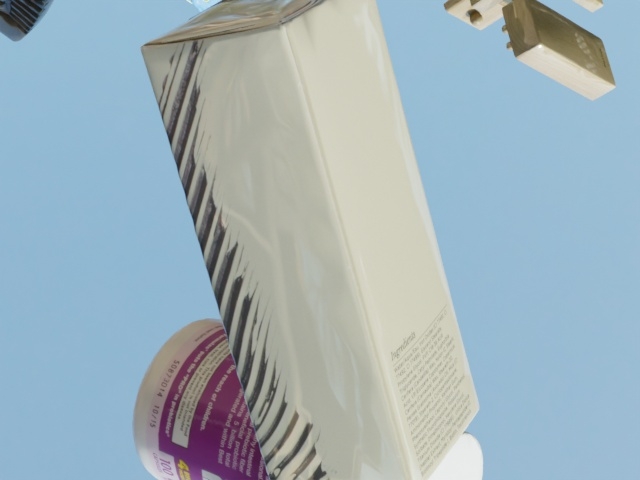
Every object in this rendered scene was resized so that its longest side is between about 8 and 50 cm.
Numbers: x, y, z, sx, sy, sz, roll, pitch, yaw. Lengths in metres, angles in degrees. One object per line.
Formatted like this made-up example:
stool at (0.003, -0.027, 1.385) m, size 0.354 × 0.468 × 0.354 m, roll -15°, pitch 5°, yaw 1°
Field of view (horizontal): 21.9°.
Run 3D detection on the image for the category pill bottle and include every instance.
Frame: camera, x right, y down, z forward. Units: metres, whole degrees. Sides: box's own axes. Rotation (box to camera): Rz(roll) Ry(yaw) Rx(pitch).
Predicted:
pill bottle at (-0.011, 0.189, 1.518) m, size 0.302 × 0.169 × 0.169 m, roll 17°, pitch -137°, yaw 33°

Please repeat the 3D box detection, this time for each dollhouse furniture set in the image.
dollhouse furniture set at (0.158, -0.176, 1.401) m, size 0.144 × 0.123 × 0.151 m, roll 19°, pitch -130°, yaw -46°

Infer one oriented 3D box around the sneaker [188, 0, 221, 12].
sneaker at (-0.062, -0.198, 1.330) m, size 0.126 × 0.240 × 0.091 m, roll -12°, pitch -139°, yaw -11°

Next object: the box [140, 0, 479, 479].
box at (0.000, 0.000, 0.919) m, size 0.094 × 0.275 × 0.113 m, roll -6°, pitch -162°, yaw 29°

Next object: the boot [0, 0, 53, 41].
boot at (-0.144, -0.217, 0.950) m, size 0.077 × 0.198 × 0.137 m, roll 34°, pitch -126°, yaw 6°
